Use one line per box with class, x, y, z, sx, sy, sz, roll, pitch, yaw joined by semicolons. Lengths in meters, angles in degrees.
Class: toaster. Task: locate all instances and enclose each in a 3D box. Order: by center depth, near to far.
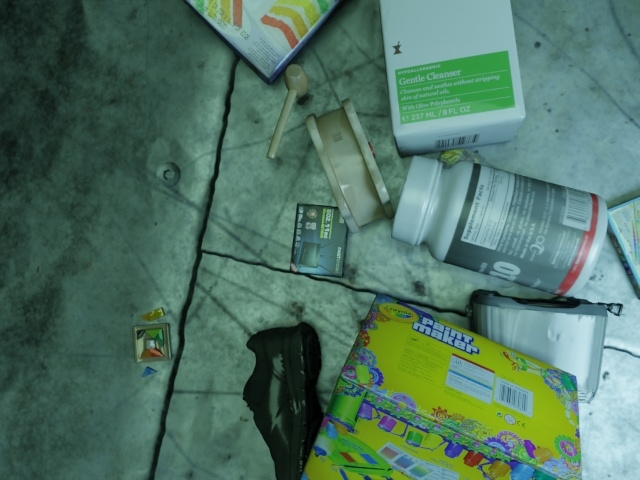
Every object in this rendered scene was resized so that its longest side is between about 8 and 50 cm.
toaster;0.334;0.157;0.807;0.226;0.129;0.147;4;91;7

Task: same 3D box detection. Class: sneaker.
sneaker;-0.064;0.283;0.882;0.130;0.109;0.287;-5;79;18

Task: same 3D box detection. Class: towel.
towel;0.223;-0.121;0.898;0.060;0.009;0.083;39;93;8

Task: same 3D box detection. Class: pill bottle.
pill bottle;0.262;-0.028;0.810;0.283;0.161;0.162;16;89;10

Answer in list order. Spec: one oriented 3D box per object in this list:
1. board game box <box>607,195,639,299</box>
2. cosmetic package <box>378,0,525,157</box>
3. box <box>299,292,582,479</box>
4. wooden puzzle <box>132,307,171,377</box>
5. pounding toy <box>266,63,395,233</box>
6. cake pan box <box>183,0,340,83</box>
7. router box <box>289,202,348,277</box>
board game box;0.527;0.005;0.835;0.103;0.026;0.154;-22;84;7
cosmetic package;0.195;-0.336;0.841;0.196;0.155;0.366;-8;85;12
box;0.152;0.275;0.737;0.289;0.177;0.279;23;127;9
wooden puzzle;-0.308;0.186;0.959;0.078;0.014;0.117;-14;85;8
pounding toy;0.006;-0.137;0.860;0.154;0.154;0.270;-22;84;7
cake pan box;-0.104;-0.455;0.907;0.267;0.070;0.246;44;91;-9
router box;0.000;0.000;0.910;0.092;0.038;0.123;5;87;8
